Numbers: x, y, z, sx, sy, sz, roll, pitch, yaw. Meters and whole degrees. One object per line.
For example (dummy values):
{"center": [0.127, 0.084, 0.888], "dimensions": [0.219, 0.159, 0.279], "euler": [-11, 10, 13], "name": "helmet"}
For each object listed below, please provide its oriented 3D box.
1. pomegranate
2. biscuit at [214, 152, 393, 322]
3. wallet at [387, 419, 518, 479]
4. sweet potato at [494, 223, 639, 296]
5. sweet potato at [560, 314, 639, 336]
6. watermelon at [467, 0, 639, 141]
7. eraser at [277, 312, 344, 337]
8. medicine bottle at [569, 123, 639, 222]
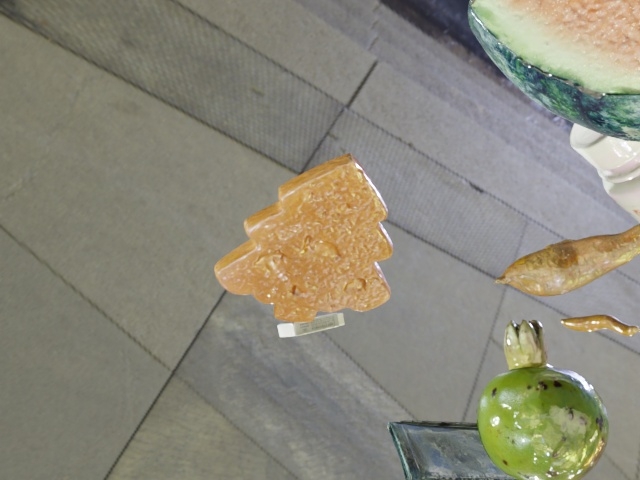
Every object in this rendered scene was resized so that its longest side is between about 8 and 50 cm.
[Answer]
{"center": [0.318, 0.238, 1.171], "dimensions": [0.202, 0.202, 0.247], "euler": [8, 70, -39], "name": "pomegranate"}
{"center": [0.000, 0.000, 1.201], "dimensions": [0.284, 0.306, 0.043], "euler": [11, 34, -16], "name": "biscuit"}
{"center": [0.357, 0.556, 2.039], "dimensions": [0.342, 0.075, 0.237], "euler": [5, 29, -14], "name": "wallet"}
{"center": [0.330, 0.024, 0.996], "dimensions": [0.068, 0.226, 0.068], "euler": [-20, 90, -74], "name": "sweet potato"}
{"center": [0.576, 0.171, 1.644], "dimensions": [0.044, 0.179, 0.044], "euler": [0, 90, -41], "name": "sweet potato"}
{"center": [0.261, -0.190, 0.646], "dimensions": [0.148, 0.318, 0.226], "euler": [-12, 106, -46], "name": "watermelon"}
{"center": [-0.017, 0.158, 1.497], "dimensions": [0.122, 0.052, 0.029], "euler": [-8, 88, -38], "name": "eraser"}
{"center": [0.515, -0.099, 1.173], "dimensions": [0.293, 0.170, 0.170], "euler": [36, 50, -16], "name": "medicine bottle"}
